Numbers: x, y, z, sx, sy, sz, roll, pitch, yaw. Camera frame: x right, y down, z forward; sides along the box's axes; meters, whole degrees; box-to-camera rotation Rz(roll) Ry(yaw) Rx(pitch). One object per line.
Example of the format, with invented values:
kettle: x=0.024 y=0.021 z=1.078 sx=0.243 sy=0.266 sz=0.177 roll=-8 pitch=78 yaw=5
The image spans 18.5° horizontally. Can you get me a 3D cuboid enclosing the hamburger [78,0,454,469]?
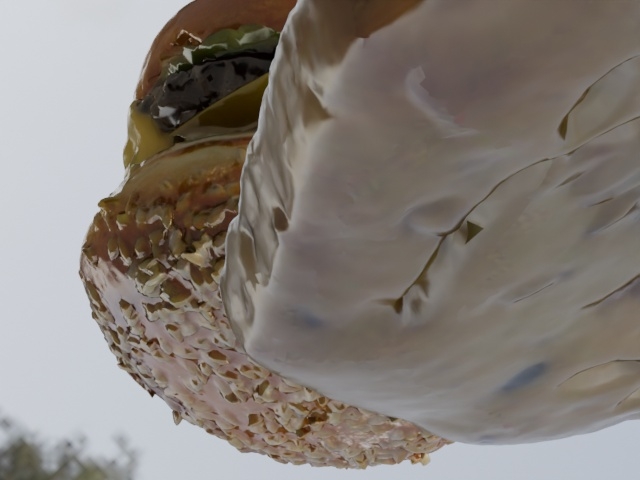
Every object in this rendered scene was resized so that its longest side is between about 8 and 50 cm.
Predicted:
hamburger: x=0.000 y=0.000 z=1.172 sx=0.291 sy=0.291 sz=0.225 roll=-14 pitch=-136 yaw=33

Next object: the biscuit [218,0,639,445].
biscuit: x=0.143 y=-0.040 z=0.499 sx=0.359 sy=0.359 sz=0.046 roll=-29 pitch=-119 yaw=13
